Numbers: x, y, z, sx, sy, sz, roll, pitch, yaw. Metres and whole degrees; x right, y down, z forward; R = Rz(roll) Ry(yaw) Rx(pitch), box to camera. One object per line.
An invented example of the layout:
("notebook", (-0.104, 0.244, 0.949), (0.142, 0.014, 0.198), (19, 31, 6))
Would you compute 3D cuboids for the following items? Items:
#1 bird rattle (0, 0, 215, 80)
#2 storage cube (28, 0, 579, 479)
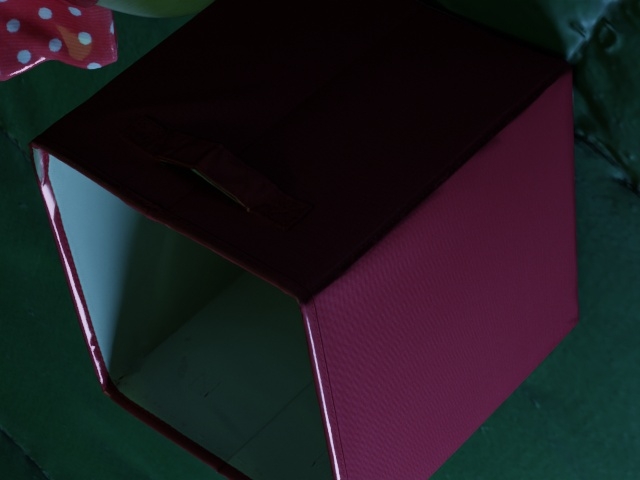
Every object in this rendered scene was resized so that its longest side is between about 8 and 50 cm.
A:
("bird rattle", (-0.134, -0.174, 0.986), (0.207, 0.143, 0.253), (14, 142, 23))
("storage cube", (0.000, 0.000, 0.929), (0.183, 0.193, 0.215), (29, 147, 33))
